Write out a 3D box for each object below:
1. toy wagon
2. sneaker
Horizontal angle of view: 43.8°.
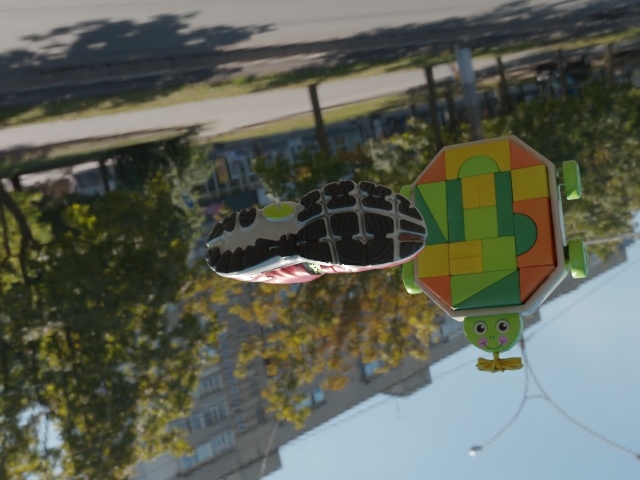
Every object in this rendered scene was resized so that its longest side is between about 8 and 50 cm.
[{"bbox_3d":[0.250,0.019,1.169,0.267,0.345,0.068,-8,163,24],"label":"toy wagon"},{"bbox_3d":[0.000,0.000,0.971,0.278,0.107,0.118,-5,161,21],"label":"sneaker"}]
